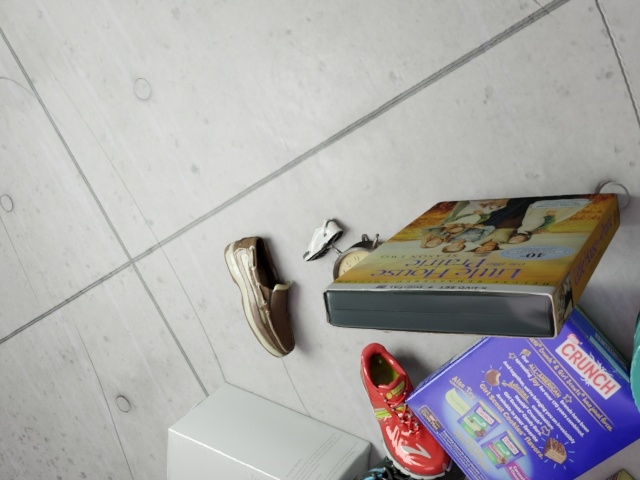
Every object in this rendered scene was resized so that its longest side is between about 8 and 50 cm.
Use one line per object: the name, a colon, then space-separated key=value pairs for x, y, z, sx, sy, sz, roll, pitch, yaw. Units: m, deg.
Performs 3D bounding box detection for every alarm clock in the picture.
alarm clock: x=0.098 y=0.084 z=1.411 sx=0.129 sy=0.064 sz=0.192 roll=-14 pitch=99 yaw=34

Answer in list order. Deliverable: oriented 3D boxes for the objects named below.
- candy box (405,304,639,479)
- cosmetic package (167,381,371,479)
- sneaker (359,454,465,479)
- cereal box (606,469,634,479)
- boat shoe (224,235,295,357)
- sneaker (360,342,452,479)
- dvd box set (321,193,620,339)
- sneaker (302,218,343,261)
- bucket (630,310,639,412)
candy box: x=0.353 y=0.267 z=1.265 sx=0.317 sy=0.122 sz=0.268 roll=-43 pitch=83 yaw=25
cosmetic package: x=-0.113 y=0.469 z=1.598 sx=0.385 sy=0.217 sz=0.156 roll=16 pitch=116 yaw=27
sneaker: x=0.167 y=0.445 z=1.416 sx=0.341 sy=0.139 sz=0.125 roll=-51 pitch=59 yaw=11
cereal box: x=0.514 y=0.537 z=1.346 sx=0.173 sy=0.047 sz=0.240 roll=45 pitch=124 yaw=10
boat shoe: x=-0.105 y=0.112 z=1.529 sx=0.095 sy=0.095 sz=0.257 roll=-23 pitch=95 yaw=29
sneaker: x=0.139 y=0.303 z=1.366 sx=0.279 sy=0.107 sz=0.118 roll=56 pitch=169 yaw=40
dvd box set: x=0.234 y=0.021 z=1.087 sx=0.307 sy=0.420 sz=0.062 roll=-1 pitch=108 yaw=32
sneaker: x=0.000 y=0.000 z=1.459 sx=0.109 sy=0.040 sz=0.044 roll=-46 pitch=66 yaw=31
bucket: x=0.583 y=0.173 z=1.079 sx=0.281 sy=0.183 sz=0.281 roll=11 pitch=114 yaw=27
